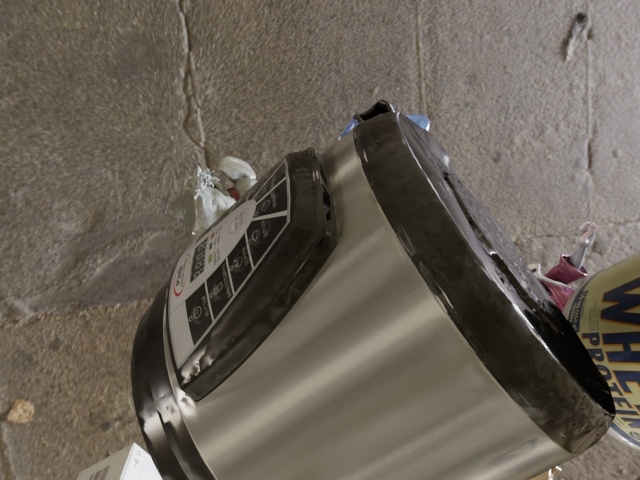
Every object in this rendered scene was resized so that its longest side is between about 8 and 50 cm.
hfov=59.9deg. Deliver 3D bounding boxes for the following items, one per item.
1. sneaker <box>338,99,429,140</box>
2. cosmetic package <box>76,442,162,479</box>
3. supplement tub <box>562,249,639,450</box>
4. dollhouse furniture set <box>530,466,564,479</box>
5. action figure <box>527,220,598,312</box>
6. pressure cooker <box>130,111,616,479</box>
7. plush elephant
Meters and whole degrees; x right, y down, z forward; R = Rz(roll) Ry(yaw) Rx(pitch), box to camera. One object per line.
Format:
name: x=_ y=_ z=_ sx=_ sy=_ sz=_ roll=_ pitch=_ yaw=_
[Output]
sneaker: x=0.216 y=-0.346 z=1.688 sx=0.330 sy=0.130 sz=0.147 roll=-16 pitch=147 yaw=-34
cosmetic package: x=-0.424 y=0.696 z=1.378 sx=0.197 sy=0.155 sz=0.365 roll=-32 pitch=113 yaw=14
supplement tub: x=0.426 y=0.091 z=0.556 sx=0.235 sy=0.325 sz=0.235 roll=3 pitch=67 yaw=-8
dollhouse furniture set: x=0.635 y=0.797 z=1.416 sx=0.355 sy=0.174 sz=0.303 roll=35 pitch=47 yaw=-10
action figure: x=0.516 y=0.144 z=1.100 sx=0.370 sy=0.275 sz=0.248 roll=27 pitch=70 yaw=13
pressure cooker: x=0.021 y=0.127 z=0.582 sx=0.420 sy=0.370 sz=0.375 roll=-37 pitch=73 yaw=20
plush elephant: x=-0.272 y=-0.100 z=1.646 sx=0.255 sy=0.272 sz=0.330 roll=-6 pitch=146 yaw=-31
